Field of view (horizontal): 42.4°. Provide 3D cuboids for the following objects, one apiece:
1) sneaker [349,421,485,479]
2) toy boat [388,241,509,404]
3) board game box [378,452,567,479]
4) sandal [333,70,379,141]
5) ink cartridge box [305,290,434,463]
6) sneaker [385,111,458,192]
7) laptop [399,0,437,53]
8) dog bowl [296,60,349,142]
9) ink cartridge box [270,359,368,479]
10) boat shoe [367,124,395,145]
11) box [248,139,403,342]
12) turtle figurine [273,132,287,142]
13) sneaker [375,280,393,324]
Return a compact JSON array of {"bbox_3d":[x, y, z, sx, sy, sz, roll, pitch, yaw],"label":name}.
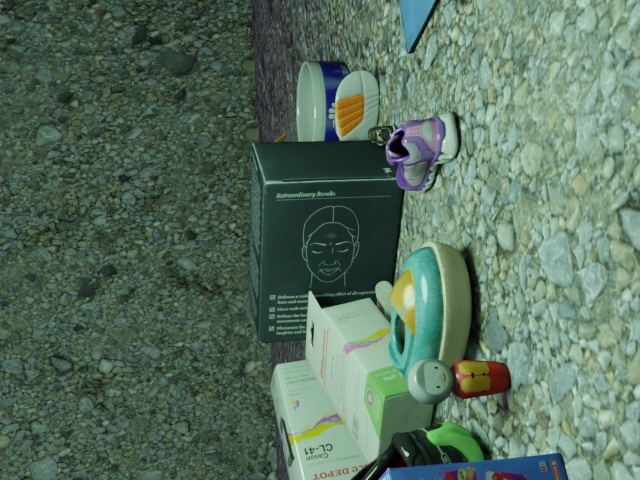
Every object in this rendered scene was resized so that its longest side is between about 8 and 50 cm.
[{"bbox_3d":[0.075,0.486,1.346,0.185,0.202,0.483,44,112,51],"label":"sneaker"},{"bbox_3d":[0.176,0.150,1.314,0.318,0.148,0.268,-115,26,-64],"label":"toy boat"},{"bbox_3d":[0.210,0.441,0.976,0.078,0.233,0.347,107,158,-58],"label":"board game box"},{"bbox_3d":[0.075,-0.252,1.873,0.076,0.101,0.265,-130,38,-68],"label":"sandal"},{"bbox_3d":[0.089,0.261,1.658,0.353,0.119,0.207,-128,34,-49],"label":"ink cartridge box"},{"bbox_3d":[0.160,-0.154,1.456,0.236,0.104,0.095,118,147,-70],"label":"sneaker"},{"bbox_3d":[0.082,-0.613,1.467,0.236,0.407,0.382,-60,-1,-23],"label":"laptop"},{"bbox_3d":[0.008,-0.341,2.185,0.265,0.104,0.265,178,90,-79],"label":"dog bowl"},{"bbox_3d":[0.027,0.424,1.865,0.131,0.226,0.306,107,152,-54],"label":"ink cartridge box"},{"bbox_3d":[0.131,-0.225,1.752,0.125,0.038,0.046,-131,40,-73],"label":"boat shoe"},{"bbox_3d":[0.000,0.000,1.803,0.212,0.293,0.396,-111,23,-58],"label":"box"},{"bbox_3d":[-0.062,-0.167,2.169,0.269,0.087,0.217,-86,-28,-60],"label":"turtle figurine"},{"bbox_3d":[0.150,0.155,1.714,0.070,0.051,0.134,77,175,-59],"label":"sneaker"}]
